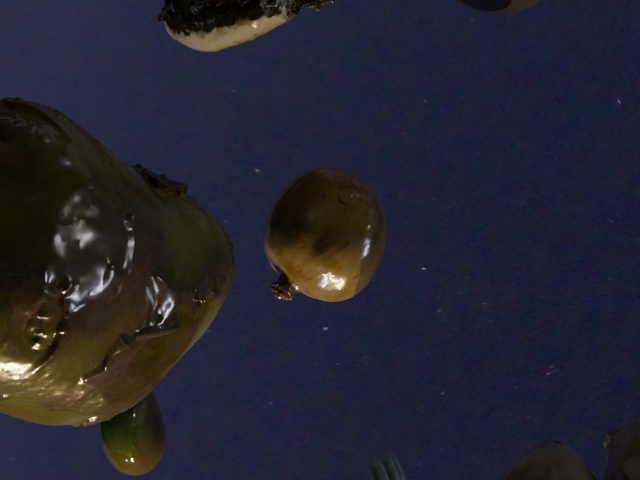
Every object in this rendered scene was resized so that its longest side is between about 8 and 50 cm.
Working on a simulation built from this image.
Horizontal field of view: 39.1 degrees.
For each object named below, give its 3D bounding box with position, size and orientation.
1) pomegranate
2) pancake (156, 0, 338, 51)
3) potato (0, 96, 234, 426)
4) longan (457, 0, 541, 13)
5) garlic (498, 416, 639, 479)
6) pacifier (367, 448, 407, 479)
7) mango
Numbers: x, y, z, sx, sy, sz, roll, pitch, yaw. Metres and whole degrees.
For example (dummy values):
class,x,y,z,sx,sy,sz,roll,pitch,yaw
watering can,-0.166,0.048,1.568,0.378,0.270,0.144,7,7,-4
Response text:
class,x,y,z,sx,sy,sz,roll,pitch,yaw
pomegranate,0.000,0.000,1.212,0.196,0.196,0.196,-2,-94,24
pancake,-0.037,-0.358,1.169,0.382,0.382,0.071,-15,-59,23
potato,-0.206,0.030,0.701,0.196,0.299,0.246,14,-97,68
longan,0.261,-0.410,1.243,0.212,0.198,0.198,-35,-108,34
garlic,0.291,0.331,0.884,0.286,0.249,0.313,3,-97,22
pacifier,0.195,0.416,1.255,0.269,0.288,0.343,-27,-139,1
mango,-0.288,0.276,1.368,0.092,0.130,0.195,2,-58,4
